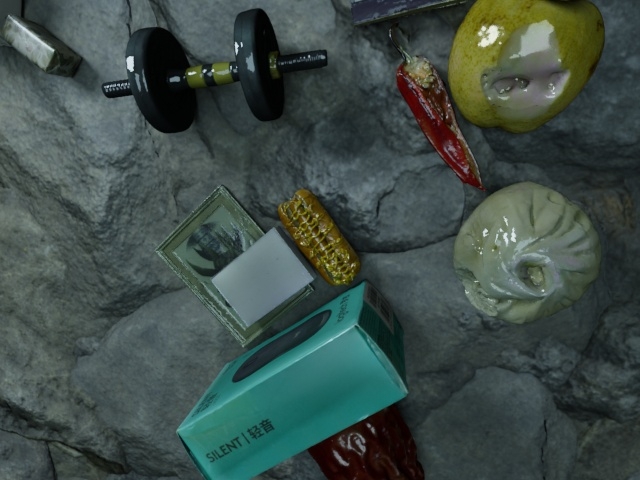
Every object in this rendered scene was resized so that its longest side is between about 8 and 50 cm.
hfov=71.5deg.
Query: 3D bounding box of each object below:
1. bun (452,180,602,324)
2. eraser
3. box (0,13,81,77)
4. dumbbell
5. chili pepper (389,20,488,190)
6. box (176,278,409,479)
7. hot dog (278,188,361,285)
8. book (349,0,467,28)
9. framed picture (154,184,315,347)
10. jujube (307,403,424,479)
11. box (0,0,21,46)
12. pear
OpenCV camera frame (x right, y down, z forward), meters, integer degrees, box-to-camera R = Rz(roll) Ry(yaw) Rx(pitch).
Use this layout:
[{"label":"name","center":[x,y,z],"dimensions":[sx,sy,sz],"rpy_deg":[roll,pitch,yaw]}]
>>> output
[{"label":"bun","center":[0.276,0.026,0.610],"dimensions":[0.178,0.128,0.193],"rpy_deg":[46,107,-3]},{"label":"eraser","center":[-0.093,0.058,0.708],"dimensions":[0.150,0.023,0.103],"rpy_deg":[-37,91,21]},{"label":"box","center":[-0.434,-0.300,0.691],"dimensions":[0.098,0.062,0.045],"rpy_deg":[36,106,-1]},{"label":"dumbbell","center":[-0.151,-0.230,0.618],"dimensions":[0.326,0.143,0.143],"rpy_deg":[-5,101,10]},{"label":"chili pepper","center":[0.159,-0.182,0.629],"dimensions":[0.059,0.050,0.267],"rpy_deg":[-35,98,-30]},{"label":"box","center":[-0.032,0.202,0.656],"dimensions":[0.311,0.205,0.118],"rpy_deg":[-34,93,14]},{"label":"hot dog","center":[0.000,0.000,0.690],"dimensions":[0.071,0.045,0.165],"rpy_deg":[-34,94,13]},{"label":"book","center":[0.102,-0.418,0.589],"dimensions":[0.158,0.026,0.231],"rpy_deg":[-9,95,11]},{"label":"framed picture","center":[-0.145,0.048,0.741],"dimensions":[0.173,0.010,0.231],"rpy_deg":[-42,92,15]},{"label":"jujube","center":[0.074,0.333,0.699],"dimensions":[0.155,0.155,0.230],"rpy_deg":[-29,104,14]},{"label":"box","center":[-0.569,-0.451,0.654],"dimensions":[0.203,0.116,0.274],"rpy_deg":[13,103,7]},{"label":"pear","center":[0.241,-0.218,0.545],"dimensions":[0.178,0.178,0.177],"rpy_deg":[2,102,9]}]
